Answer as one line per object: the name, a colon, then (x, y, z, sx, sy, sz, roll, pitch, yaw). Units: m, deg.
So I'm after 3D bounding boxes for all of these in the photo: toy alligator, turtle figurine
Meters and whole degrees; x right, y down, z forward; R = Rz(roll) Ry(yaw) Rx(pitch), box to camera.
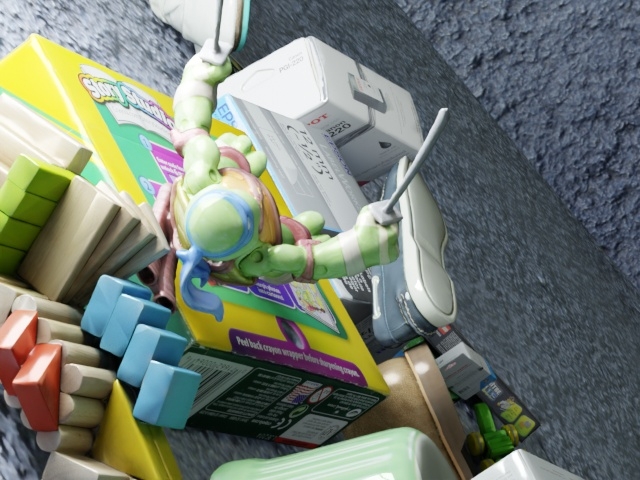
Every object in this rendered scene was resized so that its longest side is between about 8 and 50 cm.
toy alligator: (0.217, 0.275, 2.222, 0.051, 0.056, 0.190, 101, -29, -50)
turtle figurine: (-0.022, -0.058, 1.456, 0.197, 0.275, 0.266, 16, -3, -1)

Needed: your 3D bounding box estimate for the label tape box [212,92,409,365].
label tape box: (0.000, 0.000, 2.001, 0.347, 0.115, 0.249, 11, 45, -62)

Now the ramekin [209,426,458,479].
ramekin: (0.044, 0.278, 1.329, 0.303, 0.148, 0.303, -20, 90, -80)

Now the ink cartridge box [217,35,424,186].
ink cartridge box: (-0.005, -0.133, 2.170, 0.218, 0.158, 0.092, 25, 45, -52)

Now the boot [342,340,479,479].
boot: (0.101, 0.239, 1.874, 0.112, 0.115, 0.305, -116, -178, -59)

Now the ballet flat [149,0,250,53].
ballet flat: (-0.146, -0.308, 2.280, 0.139, 0.139, 0.400, 50, 12, -17)

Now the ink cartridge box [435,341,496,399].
ink cartridge box: (0.163, 0.149, 2.222, 0.083, 0.048, 0.028, 39, 21, -48)

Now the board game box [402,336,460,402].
board game box: (0.068, 0.084, 2.225, 0.260, 0.030, 0.136, 58, 13, 15)

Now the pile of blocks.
pile of blocks: (-0.179, 0.047, 1.306, 0.362, 0.149, 0.112, 60, 16, 20)

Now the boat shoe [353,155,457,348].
boat shoe: (0.081, 0.012, 1.883, 0.095, 0.079, 0.254, 45, 24, -34)

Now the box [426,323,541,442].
box: (0.184, 0.153, 2.364, 0.207, 0.036, 0.114, 48, 2, -23)

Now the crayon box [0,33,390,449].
crayon box: (-0.120, 0.012, 1.650, 0.313, 0.106, 0.363, 60, 17, 24)

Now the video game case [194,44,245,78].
video game case: (-0.081, -0.151, 2.304, 0.190, 0.022, 0.173, 44, 18, -32)

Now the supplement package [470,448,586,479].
supplement package: (0.187, 0.356, 1.645, 0.198, 0.199, 0.263, 30, 28, -59)
